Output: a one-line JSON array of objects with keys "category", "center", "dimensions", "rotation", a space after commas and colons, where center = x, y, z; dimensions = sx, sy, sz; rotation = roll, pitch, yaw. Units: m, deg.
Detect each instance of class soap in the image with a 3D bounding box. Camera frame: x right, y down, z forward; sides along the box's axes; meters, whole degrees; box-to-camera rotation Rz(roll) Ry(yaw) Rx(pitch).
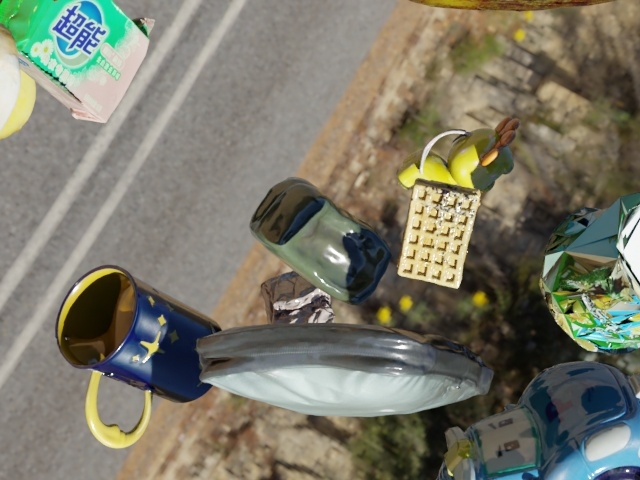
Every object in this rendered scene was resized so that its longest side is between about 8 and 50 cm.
[{"category": "soap", "center": [-0.369, -0.304, 1.632], "dimensions": [0.218, 0.098, 0.273], "rotation": [-67, 158, -10]}]

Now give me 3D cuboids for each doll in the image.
[{"category": "doll", "center": [0.249, -0.139, 1.880], "dimensions": [0.221, 0.135, 0.143], "rotation": [-32, -166, 36]}]

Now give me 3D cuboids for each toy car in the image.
[{"category": "toy car", "center": [0.206, 0.244, 1.123], "dimensions": [0.314, 0.166, 0.198], "rotation": [-54, -163, 23]}]

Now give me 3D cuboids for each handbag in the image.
[{"category": "handbag", "center": [0.034, 0.113, 0.951], "dimensions": [0.332, 0.191, 0.075], "rotation": [32, 55, -68]}]

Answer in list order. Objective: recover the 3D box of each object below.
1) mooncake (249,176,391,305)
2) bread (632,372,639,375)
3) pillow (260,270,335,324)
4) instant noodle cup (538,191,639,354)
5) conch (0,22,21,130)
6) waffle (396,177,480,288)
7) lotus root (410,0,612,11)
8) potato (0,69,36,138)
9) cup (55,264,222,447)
[{"category": "mooncake", "center": [0.000, 0.000, 1.331], "dimensions": [0.104, 0.168, 0.175], "rotation": [-50, 149, 3]}, {"category": "bread", "center": [0.410, 0.155, 1.132], "dimensions": [0.064, 0.172, 0.232], "rotation": [93, 19, -56]}, {"category": "pillow", "center": [-0.038, 0.147, 2.008], "dimensions": [0.049, 0.135, 0.248], "rotation": [66, 10, -51]}, {"category": "instant noodle cup", "center": [0.464, 0.042, 1.610], "dimensions": [0.240, 0.240, 0.178], "rotation": [-54, -173, -24]}, {"category": "conch", "center": [-0.406, -0.206, 1.150], "dimensions": [0.127, 0.158, 0.255], "rotation": [-62, 153, -13]}, {"category": "waffle", "center": [0.172, -0.012, 1.619], "dimensions": [0.042, 0.102, 0.148], "rotation": [-45, 148, -72]}, {"category": "lotus root", "center": [0.235, -0.354, 1.221], "dimensions": [0.179, 0.397, 0.196], "rotation": [-88, 176, -49]}, {"category": "potato", "center": [-0.557, -0.244, 1.672], "dimensions": [0.203, 0.158, 0.178], "rotation": [-14, 110, -45]}, {"category": "cup", "center": [-0.313, 0.201, 1.848], "dimensions": [0.255, 0.178, 0.256], "rotation": [-57, 138, -2]}]
